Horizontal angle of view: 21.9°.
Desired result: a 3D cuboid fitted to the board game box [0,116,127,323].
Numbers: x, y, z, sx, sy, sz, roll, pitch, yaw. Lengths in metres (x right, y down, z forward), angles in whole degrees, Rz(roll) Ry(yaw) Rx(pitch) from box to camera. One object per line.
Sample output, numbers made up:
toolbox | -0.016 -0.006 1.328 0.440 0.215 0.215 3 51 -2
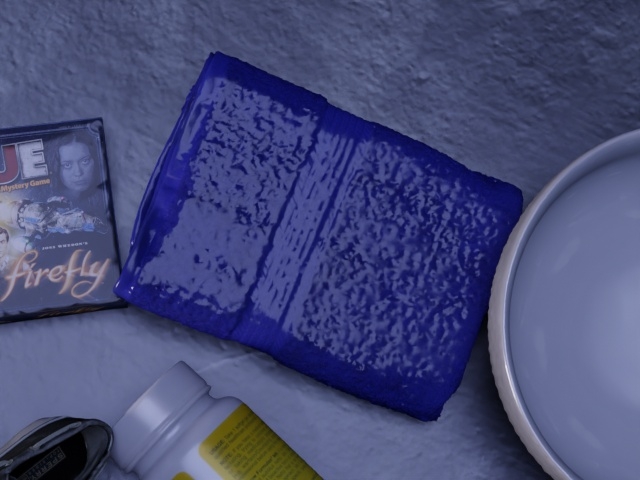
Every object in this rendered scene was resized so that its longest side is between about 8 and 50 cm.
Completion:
board game box | -0.296 -0.009 1.413 0.243 0.042 0.165 -8 80 -7

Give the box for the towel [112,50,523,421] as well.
towel | 0.000 0.000 1.416 0.308 0.076 0.228 23 83 -7

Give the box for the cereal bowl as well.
cereal bowl | 0.298 0.078 1.400 0.339 0.141 0.339 1 81 -6

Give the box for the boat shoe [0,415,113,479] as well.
boat shoe | -0.245 0.206 1.263 0.219 0.070 0.078 -46 112 -37

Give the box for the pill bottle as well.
pill bottle | -0.073 0.204 1.356 0.208 0.119 0.119 44 79 3
